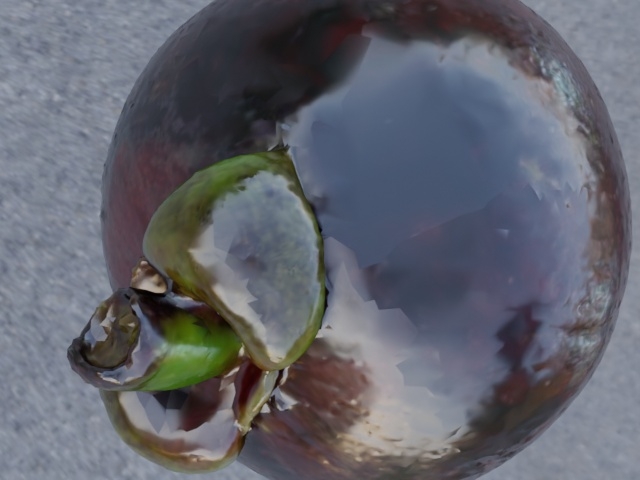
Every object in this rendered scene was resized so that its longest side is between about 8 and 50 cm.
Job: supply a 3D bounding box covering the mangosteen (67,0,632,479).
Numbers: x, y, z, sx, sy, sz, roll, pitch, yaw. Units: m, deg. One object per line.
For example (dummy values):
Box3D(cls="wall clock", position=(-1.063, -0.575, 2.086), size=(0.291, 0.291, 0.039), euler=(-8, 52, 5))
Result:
Box3D(cls="mangosteen", position=(0.010, -0.005, 0.491), size=(0.216, 0.216, 0.216), euler=(-8, 107, -27))
